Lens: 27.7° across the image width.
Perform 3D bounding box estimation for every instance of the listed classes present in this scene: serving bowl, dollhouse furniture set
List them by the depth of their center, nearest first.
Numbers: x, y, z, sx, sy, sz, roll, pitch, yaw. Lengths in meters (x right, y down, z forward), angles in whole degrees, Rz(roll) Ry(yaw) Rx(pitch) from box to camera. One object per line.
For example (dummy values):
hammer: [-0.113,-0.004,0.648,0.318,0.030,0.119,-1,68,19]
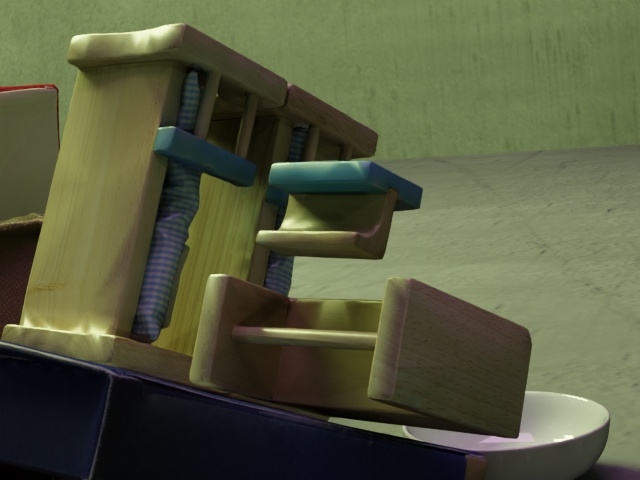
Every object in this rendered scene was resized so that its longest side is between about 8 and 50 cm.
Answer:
dollhouse furniture set: [0.000,0.000,0.487,0.184,0.129,0.129,1,-14,40]
serving bowl: [0.075,0.085,0.526,0.083,0.027,0.083,-4,7,1]

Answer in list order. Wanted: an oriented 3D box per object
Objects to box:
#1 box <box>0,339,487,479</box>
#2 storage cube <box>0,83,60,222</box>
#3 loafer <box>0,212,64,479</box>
box: [-0.062,0.065,0.437,0.136,0.036,0.225,2,-14,41]
storage cube: [-0.282,0.004,0.784,0.193,0.183,0.215,3,11,40]
loafer: [-0.124,0.041,0.585,0.130,0.133,0.366,-3,8,17]
